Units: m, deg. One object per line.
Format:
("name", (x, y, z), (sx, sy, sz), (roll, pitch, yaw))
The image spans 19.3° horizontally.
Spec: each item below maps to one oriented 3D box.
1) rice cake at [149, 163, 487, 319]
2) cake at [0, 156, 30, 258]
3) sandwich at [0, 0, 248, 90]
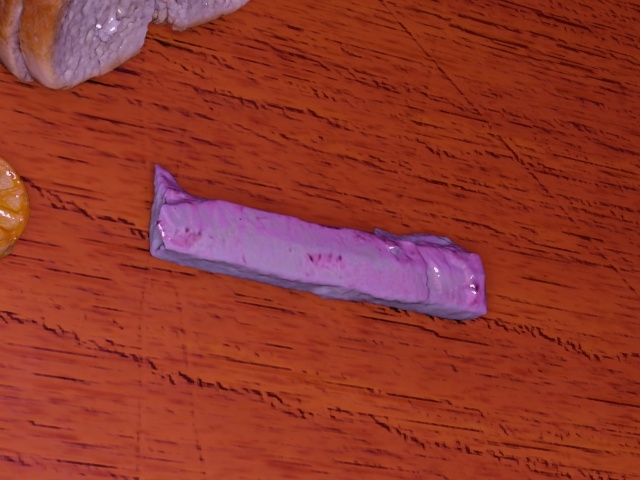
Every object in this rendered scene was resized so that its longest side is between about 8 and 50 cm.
("rice cake", (0.001, 0.003, 1.406), (0.290, 0.051, 0.081), (13, 56, -27))
("cake", (-0.238, -0.021, 1.264), (0.084, 0.044, 0.084), (16, 56, -24))
("sandwich", (-0.125, -0.242, 1.346), (0.095, 0.249, 0.273), (38, 44, 19))
